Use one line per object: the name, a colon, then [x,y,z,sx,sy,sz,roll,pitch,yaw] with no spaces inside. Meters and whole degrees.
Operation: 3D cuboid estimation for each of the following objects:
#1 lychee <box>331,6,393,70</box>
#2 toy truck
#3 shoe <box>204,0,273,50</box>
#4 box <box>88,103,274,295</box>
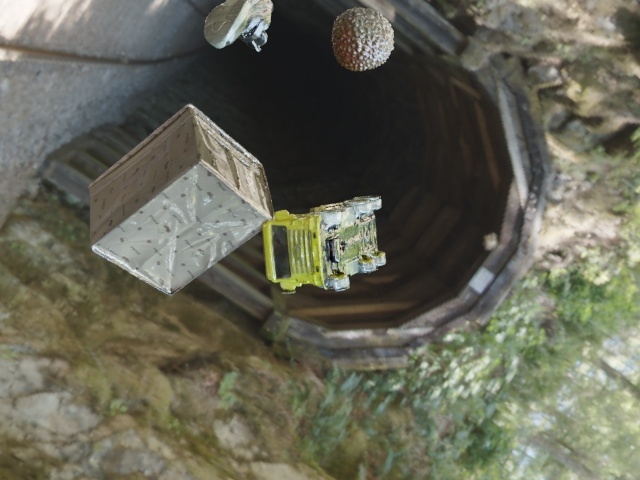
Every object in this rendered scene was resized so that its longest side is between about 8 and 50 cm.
lychee: [0.109,-0.504,1.970,0.165,0.197,0.165,-16,-131,20]
toy truck: [0.000,0.000,1.245,0.272,0.157,0.124,-21,107,-66]
shoe: [-0.119,-0.353,1.259,0.071,0.099,0.169,3,-127,32]
box: [-0.283,-0.072,1.549,0.297,0.225,0.190,-34,-137,19]
